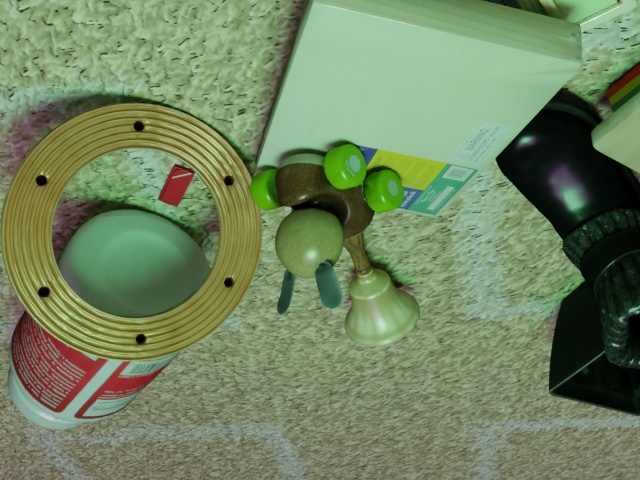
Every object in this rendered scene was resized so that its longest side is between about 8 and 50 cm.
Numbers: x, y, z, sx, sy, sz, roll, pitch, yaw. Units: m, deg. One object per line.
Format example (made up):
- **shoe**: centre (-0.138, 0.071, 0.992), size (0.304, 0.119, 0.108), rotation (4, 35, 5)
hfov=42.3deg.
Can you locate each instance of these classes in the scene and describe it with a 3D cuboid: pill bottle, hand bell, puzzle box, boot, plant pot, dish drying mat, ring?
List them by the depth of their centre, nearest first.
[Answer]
- **puzzle box**: centre (0.080, -0.144, 0.962), size (0.272, 0.052, 0.409), rotation (10, 158, -10)
- **boot**: centre (0.341, -0.011, 1.034), size (0.348, 0.260, 0.131), rotation (32, 133, -32)
- **ring**: centre (-0.238, -0.010, 1.077), size (0.336, 0.337, 0.032), rotation (24, 177, -25)
- **dish drying mat**: centre (-0.207, -0.078, 1.186), size (0.032, 0.008, 0.083), rotation (17, 140, -19)
- **hand bell**: centre (0.062, 0.035, 1.264), size (0.126, 0.126, 0.242), rotation (-11, 127, 16)
- **pill bottle**: centre (-0.351, 0.146, 1.304), size (0.229, 0.229, 0.407), rotation (23, 138, -24)
- **plant pot**: centre (0.480, 0.149, 1.308), size (0.187, 0.167, 0.188), rotation (15, 141, -16)

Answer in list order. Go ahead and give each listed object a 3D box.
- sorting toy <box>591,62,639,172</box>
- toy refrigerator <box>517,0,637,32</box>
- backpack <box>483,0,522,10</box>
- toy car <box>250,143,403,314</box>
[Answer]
- **sorting toy**: centre (0.496, -0.167, 0.966), size (0.255, 0.089, 0.257), rotation (22, 138, -23)
- **toy refrigerator**: centre (0.203, -0.317, 0.787), size (0.102, 0.094, 0.269), rotation (-22, 137, 27)
- **backpack**: centre (0.158, -0.244, 0.890), size (0.114, 0.084, 0.105), rotation (-21, 139, 23)
- **toy car**: centre (0.000, 0.000, 1.016), size (0.155, 0.188, 0.149), rotation (-14, 151, 40)
